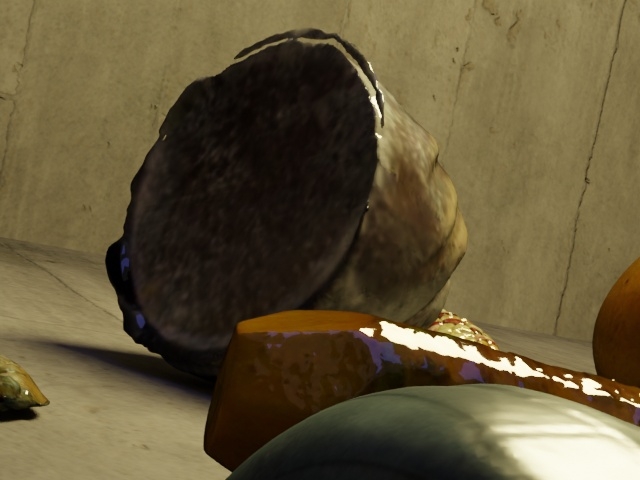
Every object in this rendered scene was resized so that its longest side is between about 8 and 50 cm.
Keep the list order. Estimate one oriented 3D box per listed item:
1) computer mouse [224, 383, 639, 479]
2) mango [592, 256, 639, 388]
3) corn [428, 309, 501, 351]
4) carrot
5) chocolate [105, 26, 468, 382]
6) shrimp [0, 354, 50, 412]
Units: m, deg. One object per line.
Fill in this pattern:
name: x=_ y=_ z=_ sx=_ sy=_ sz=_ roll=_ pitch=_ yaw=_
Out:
computer mouse: x=0.093 y=0.123 z=0.571 sx=0.188 sy=0.122 sz=0.371 roll=9 pitch=6 yaw=-37
mango: x=0.371 y=0.101 z=1.491 sx=0.264 sy=0.221 sz=0.378 roll=7 pitch=-9 yaw=9
corn: x=0.092 y=0.100 z=1.524 sx=0.098 sy=0.098 sz=0.290 roll=11 pitch=2 yaw=-17
carrot: x=0.089 y=0.112 z=0.930 sx=0.302 sy=0.114 sz=0.114 roll=13 pitch=1 yaw=-11
chocolate: x=0.000 y=0.000 z=1.426 sx=0.213 sy=0.303 sz=0.303 roll=31 pitch=-12 yaw=-40
shrimp: x=-0.250 y=0.073 z=1.032 sx=0.150 sy=0.051 sz=0.217 roll=20 pitch=2 yaw=29
